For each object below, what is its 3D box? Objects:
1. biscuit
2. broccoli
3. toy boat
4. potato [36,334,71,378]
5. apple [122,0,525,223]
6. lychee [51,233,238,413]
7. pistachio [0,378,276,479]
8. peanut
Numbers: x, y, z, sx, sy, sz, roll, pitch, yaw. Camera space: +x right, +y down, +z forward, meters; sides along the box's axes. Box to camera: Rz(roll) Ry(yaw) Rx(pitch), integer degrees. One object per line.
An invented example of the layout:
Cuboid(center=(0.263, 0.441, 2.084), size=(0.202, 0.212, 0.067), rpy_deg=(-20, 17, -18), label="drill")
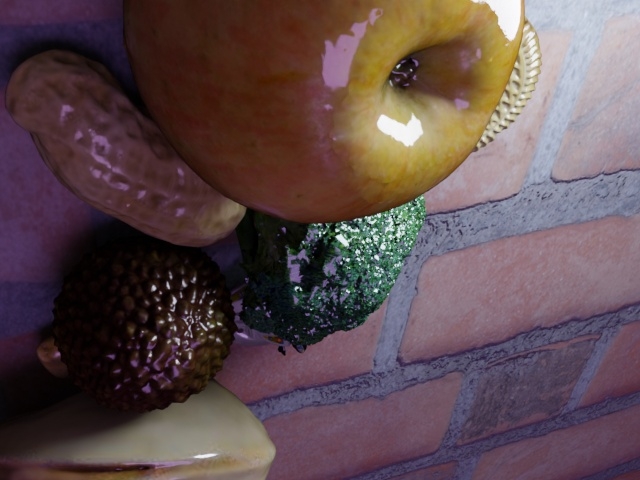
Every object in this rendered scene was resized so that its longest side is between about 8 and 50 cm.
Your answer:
Cuboid(center=(0.164, -0.204, 1.076), size=(0.259, 0.079, 0.259), rpy_deg=(-15, 135, -15), label="biscuit")
Cuboid(center=(0.000, 0.000, 1.071), size=(0.294, 0.245, 0.265), rpy_deg=(-39, 157, 5), label="broccoli")
Cuboid(center=(-0.022, 0.092, 1.225), size=(0.269, 0.141, 0.141), rpy_deg=(-28, 139, -22), label="toy boat")
Cuboid(center=(-0.360, 0.159, 1.154), size=(0.068, 0.062, 0.083), rpy_deg=(-58, 167, -8), label="potato")
Cuboid(center=(0.007, -0.205, 0.799), size=(0.391, 0.346, 0.391), rpy_deg=(-17, 133, -20), label="apple")
Cuboid(center=(-0.220, 0.107, 1.048), size=(0.236, 0.271, 0.236), rpy_deg=(-6, 106, -23), label="lychee")
Cuboid(center=(-0.287, 0.324, 1.186), size=(0.445, 0.281, 0.365), rpy_deg=(-2, 168, -6), label="pistachio")
Cuboid(center=(-0.210, -0.096, 0.940), size=(0.153, 0.140, 0.325), rpy_deg=(-52, 131, -2), label="peanut")
